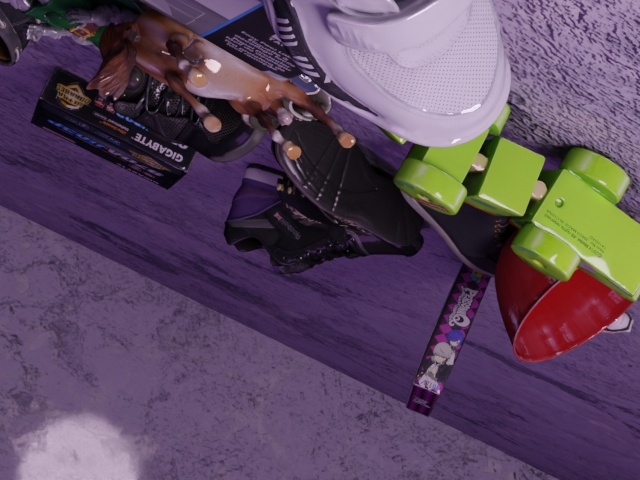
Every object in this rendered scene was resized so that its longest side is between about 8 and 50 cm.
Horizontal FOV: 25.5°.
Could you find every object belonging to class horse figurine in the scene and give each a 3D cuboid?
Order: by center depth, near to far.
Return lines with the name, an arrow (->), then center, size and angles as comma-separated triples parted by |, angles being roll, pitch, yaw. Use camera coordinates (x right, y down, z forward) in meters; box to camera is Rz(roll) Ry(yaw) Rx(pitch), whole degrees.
horse figurine -> -0.090, -0.137, 1.200 | 0.263, 0.066, 0.174 | 16, -158, -42

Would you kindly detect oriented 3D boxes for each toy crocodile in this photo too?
toy crocodile -> 0.175, -0.054, 1.323 | 0.340, 0.115, 0.105 | 30, 174, -12

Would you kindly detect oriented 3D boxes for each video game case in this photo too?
video game case -> 0.168, 0.111, 1.804 | 0.041, 0.210, 0.232 | 23, 167, 6

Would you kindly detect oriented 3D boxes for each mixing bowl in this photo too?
mixing bowl -> 0.251, 0.032, 1.480 | 0.098, 0.181, 0.181 | 56, -175, 30

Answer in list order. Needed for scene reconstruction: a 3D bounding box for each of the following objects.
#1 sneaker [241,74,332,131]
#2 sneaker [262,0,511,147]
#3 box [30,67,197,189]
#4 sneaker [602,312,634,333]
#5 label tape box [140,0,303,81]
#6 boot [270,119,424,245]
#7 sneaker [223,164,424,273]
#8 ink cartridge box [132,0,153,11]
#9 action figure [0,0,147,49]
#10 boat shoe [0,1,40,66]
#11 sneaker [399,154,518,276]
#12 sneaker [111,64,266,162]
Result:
sneaker -> -0.031, -0.144, 1.445 | 0.086, 0.064, 0.192 | 28, 165, 7
sneaker -> 0.042, -0.166, 0.797 | 0.366, 0.137, 0.210 | 55, 174, -36
box -> -0.285, -0.150, 1.954 | 0.220, 0.051, 0.175 | 27, 168, -12
sneaker -> 0.358, 0.106, 1.815 | 0.043, 0.040, 0.109 | 27, 168, -20
label tape box -> -0.048, -0.234, 1.005 | 0.240, 0.106, 0.333 | 28, 168, -19
boot -> -0.009, -0.071, 1.674 | 0.236, 0.085, 0.178 | 33, 168, -37
sneaker -> 0.000, 0.000, 1.861 | 0.283, 0.124, 0.107 | 17, 166, 32
ink cartridge box -> -0.153, -0.244, 1.258 | 0.198, 0.067, 0.115 | 26, 169, -6
action figure -> -0.226, -0.206, 1.230 | 0.137, 0.063, 0.232 | -7, 158, 45
boat shoe -> -0.406, -0.280, 1.581 | 0.084, 0.079, 0.233 | 17, 165, 38
sneaker -> 0.191, -0.019, 1.509 | 0.222, 0.083, 0.118 | 34, 165, -33
sneaker -> -0.160, -0.154, 1.608 | 0.130, 0.087, 0.227 | 27, 175, -42
